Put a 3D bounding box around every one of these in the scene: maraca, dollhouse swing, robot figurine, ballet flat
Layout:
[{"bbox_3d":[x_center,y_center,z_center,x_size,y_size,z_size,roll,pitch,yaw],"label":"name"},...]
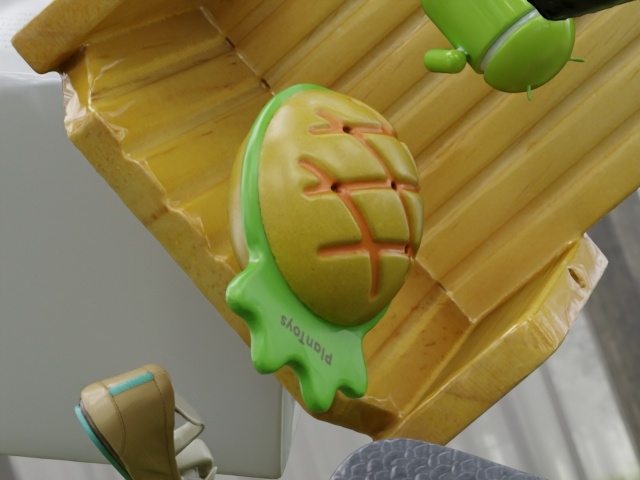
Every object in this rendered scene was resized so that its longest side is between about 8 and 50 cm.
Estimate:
[{"bbox_3d":[0.000,0.000,0.843,0.099,0.185,0.127,-21,-46,39],"label":"maraca"},{"bbox_3d":[0.077,-0.110,0.981,0.305,0.347,0.315,-40,-1,24],"label":"dollhouse swing"},{"bbox_3d":[0.108,-0.138,0.966,0.101,0.115,0.067,-36,-16,-12],"label":"robot figurine"},{"bbox_3d":[-0.109,0.161,1.142,0.073,0.080,0.232,-32,-29,-10],"label":"ballet flat"}]

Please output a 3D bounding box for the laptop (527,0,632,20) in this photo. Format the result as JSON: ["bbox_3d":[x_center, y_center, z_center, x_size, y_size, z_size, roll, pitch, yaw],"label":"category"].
[{"bbox_3d":[0.117,-0.215,0.498,0.234,0.136,0.264,39,-29,-28],"label":"laptop"}]

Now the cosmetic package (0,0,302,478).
[{"bbox_3d":[-0.160,-0.041,1.380,0.329,0.327,0.393,5,22,5],"label":"cosmetic package"}]

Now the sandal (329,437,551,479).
[{"bbox_3d":[0.122,0.153,0.668,0.097,0.254,0.054,-50,-29,-39],"label":"sandal"}]
